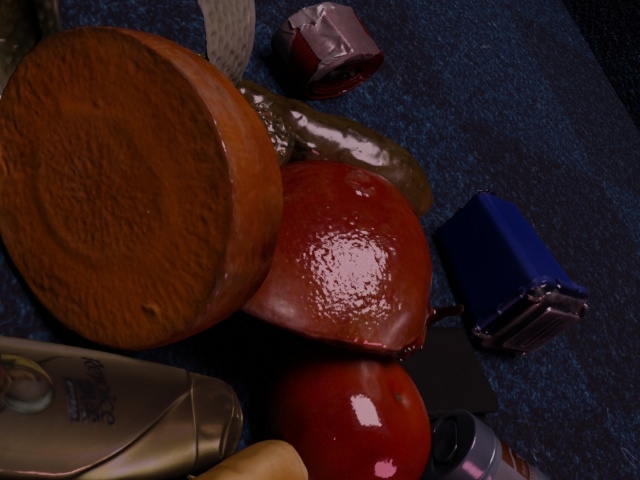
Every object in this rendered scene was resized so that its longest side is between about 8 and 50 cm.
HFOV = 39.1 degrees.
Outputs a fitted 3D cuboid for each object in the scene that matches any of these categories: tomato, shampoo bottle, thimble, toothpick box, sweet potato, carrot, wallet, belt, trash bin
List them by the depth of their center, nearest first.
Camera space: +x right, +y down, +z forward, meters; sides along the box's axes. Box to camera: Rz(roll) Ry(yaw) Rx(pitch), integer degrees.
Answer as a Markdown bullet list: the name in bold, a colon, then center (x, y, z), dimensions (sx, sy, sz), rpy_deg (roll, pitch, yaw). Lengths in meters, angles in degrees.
- **shampoo bottle**: center (-0.210, 0.145, 0.737), dimensions (0.350, 0.084, 0.126), rpy_deg (17, 44, -45)
- **carrot**: center (-0.176, -0.054, 0.833), dimensions (0.307, 0.258, 0.100), rpy_deg (60, 13, 8)
- **thimble**: center (-0.209, -0.225, 0.941), dimensions (0.271, 0.270, 0.150), rpy_deg (49, 29, -5)
- **tomato**: center (0.034, 0.192, 0.958), dimensions (0.195, 0.136, 0.195), rpy_deg (34, 35, -28)
- **tomato**: center (0.005, -0.004, 0.988), dimensions (0.308, 0.170, 0.309), rpy_deg (20, 7, -3)
- **toothpick box**: center (0.204, 0.291, 1.115), dimensions (0.153, 0.101, 0.101), rpy_deg (39, 33, -21)
- **wallet**: center (0.140, 0.175, 1.218), dimensions (0.285, 0.030, 0.146), rpy_deg (7, 49, -48)
- **sweet potato**: center (-0.003, -0.129, 1.259), dimensions (0.422, 0.130, 0.131), rpy_deg (27, 39, -22)
- **trash bin**: center (0.288, 0.048, 1.427), dimensions (0.184, 0.162, 0.235), rpy_deg (16, 41, -45)
- **belt**: center (0.007, -0.307, 1.436), dimensions (0.124, 0.128, 0.201), rpy_deg (57, 28, 9)

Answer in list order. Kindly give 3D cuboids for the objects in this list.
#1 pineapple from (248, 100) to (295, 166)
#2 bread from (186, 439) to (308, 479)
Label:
- **pineapple**: center (-0.149, -0.157, 1.118), dimensions (0.251, 0.125, 0.125), rpy_deg (35, 34, -9)
- **bread**: center (-0.101, 0.270, 0.744), dimensions (0.305, 0.091, 0.142), rpy_deg (-11, 70, -56)
